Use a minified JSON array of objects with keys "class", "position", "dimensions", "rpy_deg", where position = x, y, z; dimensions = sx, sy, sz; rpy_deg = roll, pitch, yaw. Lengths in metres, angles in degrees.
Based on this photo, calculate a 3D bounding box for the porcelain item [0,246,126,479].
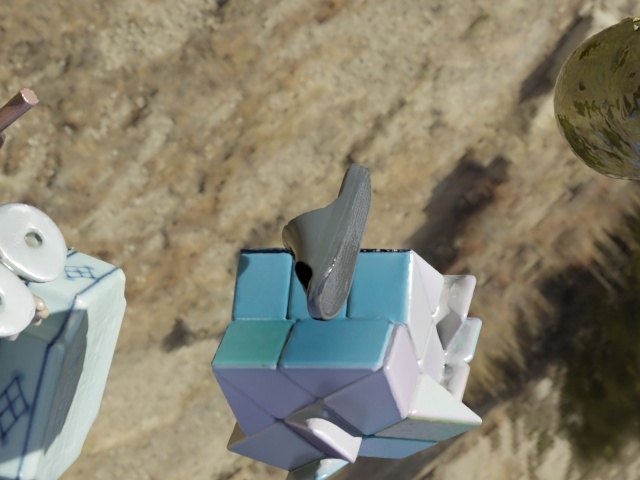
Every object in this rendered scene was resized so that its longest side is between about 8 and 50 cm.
[{"class":"porcelain item","position":[-0.361,0.155,1.581],"dimensions":[0.281,0.157,0.286],"rpy_deg":[-51,158,-76]}]

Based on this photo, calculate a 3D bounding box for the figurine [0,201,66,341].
[{"class":"figurine","position":[-0.317,0.060,0.932],"dimensions":[0.382,0.205,0.224],"rpy_deg":[-37,-156,31]}]

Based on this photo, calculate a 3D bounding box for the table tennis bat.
[{"class":"table tennis bat","position":[-0.333,-0.060,1.336],"dimensions":[0.170,0.119,0.107],"rpy_deg":[-36,172,22]}]

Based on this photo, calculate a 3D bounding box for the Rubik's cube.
[{"class":"Rubik's cube","position":[0.047,0.173,1.897],"dimensions":[0.358,0.387,0.368],"rpy_deg":[-67,149,-41]}]

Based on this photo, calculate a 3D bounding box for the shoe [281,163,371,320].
[{"class":"shoe","position":[0.000,0.000,1.675],"dimensions":[0.108,0.093,0.241],"rpy_deg":[81,23,-50]}]

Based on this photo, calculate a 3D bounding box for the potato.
[{"class":"potato","position":[0.281,-0.121,1.111],"dimensions":[0.113,0.149,0.251],"rpy_deg":[-49,180,-8]}]
